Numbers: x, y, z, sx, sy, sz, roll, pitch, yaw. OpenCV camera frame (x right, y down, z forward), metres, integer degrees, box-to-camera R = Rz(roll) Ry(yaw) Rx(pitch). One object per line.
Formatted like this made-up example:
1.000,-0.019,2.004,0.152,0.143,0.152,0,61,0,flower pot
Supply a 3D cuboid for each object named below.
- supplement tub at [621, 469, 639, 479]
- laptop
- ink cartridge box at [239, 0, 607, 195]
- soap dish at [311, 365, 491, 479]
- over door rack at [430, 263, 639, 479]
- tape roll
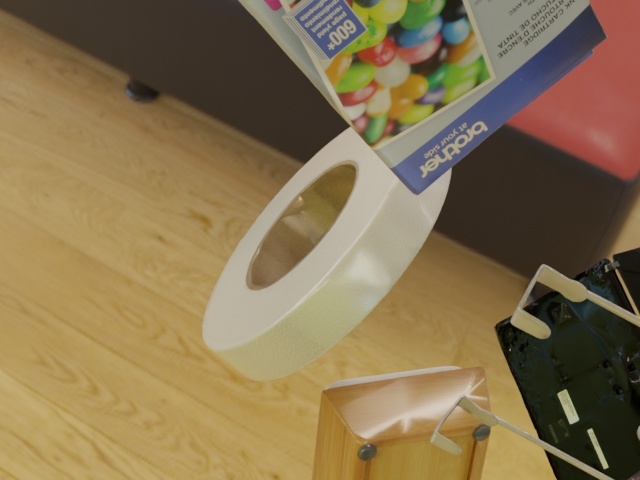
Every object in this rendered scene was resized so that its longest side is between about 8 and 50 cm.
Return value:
0.186,0.211,0.542,0.106,0.106,0.198,24,88,13,supplement tub
0.360,0.139,1.028,0.136,0.264,0.234,6,55,-43,laptop
0.076,-0.155,0.650,0.185,0.311,0.065,-39,47,8,ink cartridge box
0.104,0.314,1.267,0.228,0.291,0.118,-5,29,-19,soap dish
0.289,0.139,0.832,0.324,0.240,0.108,19,50,2,over door rack
0.000,0.000,1.211,0.072,0.392,0.392,40,52,-19,tape roll
